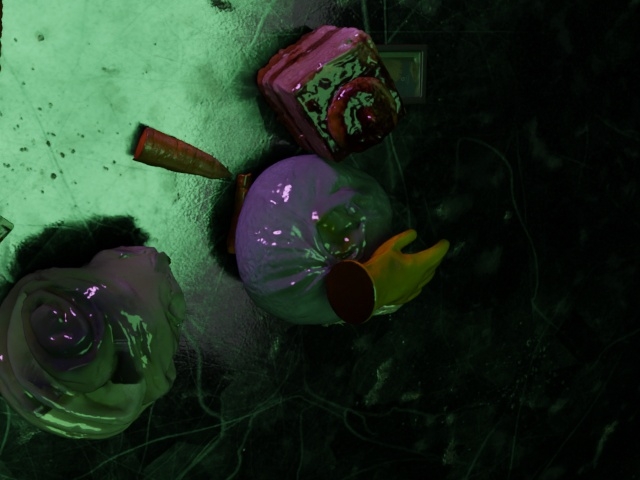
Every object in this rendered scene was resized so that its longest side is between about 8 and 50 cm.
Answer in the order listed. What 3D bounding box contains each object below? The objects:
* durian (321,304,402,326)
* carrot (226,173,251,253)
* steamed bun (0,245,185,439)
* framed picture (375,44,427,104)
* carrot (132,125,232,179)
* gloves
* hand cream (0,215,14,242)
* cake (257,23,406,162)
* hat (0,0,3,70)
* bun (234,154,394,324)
[{"bbox_3d":[0.084,0.134,1.610,0.224,0.078,0.140,5,72,-10],"label":"durian"},{"bbox_3d":[-0.166,-0.056,1.475,0.042,0.042,0.170,3,100,-26],"label":"carrot"},{"bbox_3d":[-0.413,0.170,1.249,0.346,0.237,0.394,31,89,-1],"label":"steamed bun"},{"bbox_3d":[0.154,-0.359,1.546,0.168,0.023,0.128,-7,107,-23],"label":"framed picture"},{"bbox_3d":[-0.262,-0.156,1.393,0.205,0.072,0.072,19,96,-34],"label":"carrot"},{"bbox_3d":[0.150,0.068,1.393,0.294,0.116,0.133,-16,148,-45],"label":"gloves"},{"bbox_3d":[-0.629,0.023,1.290,0.057,0.037,0.165,41,79,-28],"label":"hand cream"},{"bbox_3d":[0.023,-0.276,1.354,0.196,0.293,0.198,-35,116,-5],"label":"cake"},{"bbox_3d":[-0.684,-0.325,1.036,0.400,0.285,0.285,3,103,-22],"label":"hat"},{"bbox_3d":[0.000,0.000,1.450,0.362,0.211,0.362,-4,97,-31],"label":"bun"}]
